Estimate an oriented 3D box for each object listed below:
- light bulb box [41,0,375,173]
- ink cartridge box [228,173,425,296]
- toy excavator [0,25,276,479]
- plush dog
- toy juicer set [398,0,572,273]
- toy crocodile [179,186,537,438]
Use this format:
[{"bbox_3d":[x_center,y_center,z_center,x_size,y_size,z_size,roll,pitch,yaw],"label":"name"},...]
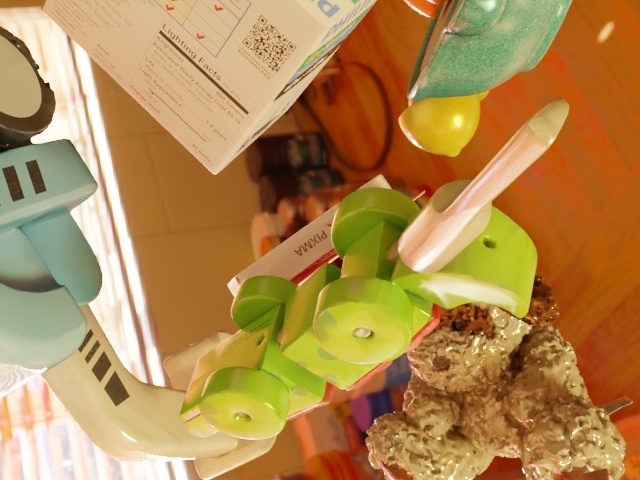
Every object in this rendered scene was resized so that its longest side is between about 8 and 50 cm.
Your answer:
[{"bbox_3d":[-0.143,-0.350,1.211,0.358,0.225,0.361,44,140,-4],"label":"light bulb box"},{"bbox_3d":[0.000,0.000,1.394,0.066,0.296,0.261,54,166,-1],"label":"ink cartridge box"},{"bbox_3d":[-0.242,0.066,0.716,0.445,0.222,0.433,61,-158,-3],"label":"toy excavator"},{"bbox_3d":[0.157,0.104,0.834,0.262,0.210,0.225,-11,114,42],"label":"plush dog"},{"bbox_3d":[0.069,-0.110,0.473,0.209,0.089,0.329,114,177,-52],"label":"toy juicer set"},{"bbox_3d":[0.006,0.068,0.647,0.340,0.105,0.115,-38,28,38],"label":"toy crocodile"}]
